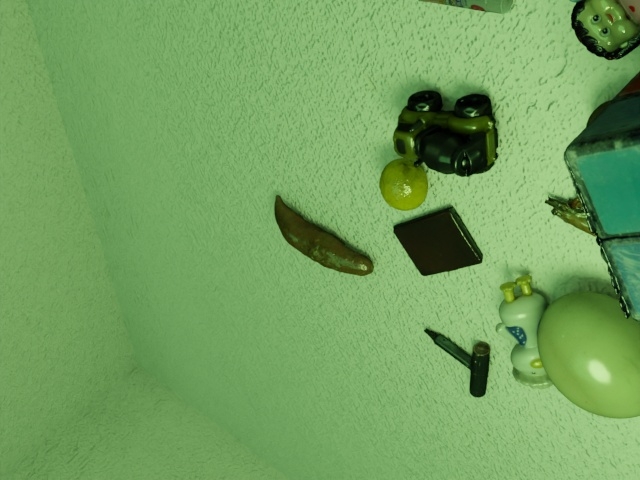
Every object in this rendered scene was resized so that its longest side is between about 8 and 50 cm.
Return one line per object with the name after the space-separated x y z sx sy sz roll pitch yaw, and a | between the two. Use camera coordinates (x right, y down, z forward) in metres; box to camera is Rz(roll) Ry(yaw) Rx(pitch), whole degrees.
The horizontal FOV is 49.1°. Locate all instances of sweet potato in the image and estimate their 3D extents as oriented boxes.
-0.009 0.010 1.918 0.354 0.095 0.106 36 115 21 | sweet potato

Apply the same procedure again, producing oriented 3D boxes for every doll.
0.466 0.215 1.560 0.119 0.138 0.293 -108 -2 -67 | doll

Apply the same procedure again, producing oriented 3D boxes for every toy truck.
0.236 -0.198 1.389 0.224 0.165 0.147 19 135 38 | toy truck

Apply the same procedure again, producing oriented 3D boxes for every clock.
0.450 -0.386 1.043 0.194 0.100 0.195 54 143 1 | clock

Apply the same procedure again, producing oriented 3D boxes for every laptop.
0.276 0.007 1.659 0.154 0.026 0.207 55 146 -11 | laptop

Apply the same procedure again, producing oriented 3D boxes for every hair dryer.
0.353 0.305 1.834 0.195 0.050 0.173 28 138 35 | hair dryer

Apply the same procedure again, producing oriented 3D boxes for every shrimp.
0.511 -0.052 1.328 0.180 0.041 0.099 24 136 33 | shrimp

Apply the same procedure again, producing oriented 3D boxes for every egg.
0.553 0.225 1.384 0.269 0.219 0.219 58 146 9 | egg

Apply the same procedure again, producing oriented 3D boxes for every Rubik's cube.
0.587 -0.090 0.974 0.318 0.313 0.316 -5 118 51 | Rubik's cube

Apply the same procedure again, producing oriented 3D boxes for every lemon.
0.186 -0.123 1.565 0.109 0.109 0.133 22 142 34 | lemon

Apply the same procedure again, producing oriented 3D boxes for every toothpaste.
0.251 -0.446 1.259 0.194 0.043 0.067 28 143 37 | toothpaste

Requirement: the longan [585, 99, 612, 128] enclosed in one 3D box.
0.502 -0.177 1.173 0.119 0.106 0.106 52 145 2 | longan
